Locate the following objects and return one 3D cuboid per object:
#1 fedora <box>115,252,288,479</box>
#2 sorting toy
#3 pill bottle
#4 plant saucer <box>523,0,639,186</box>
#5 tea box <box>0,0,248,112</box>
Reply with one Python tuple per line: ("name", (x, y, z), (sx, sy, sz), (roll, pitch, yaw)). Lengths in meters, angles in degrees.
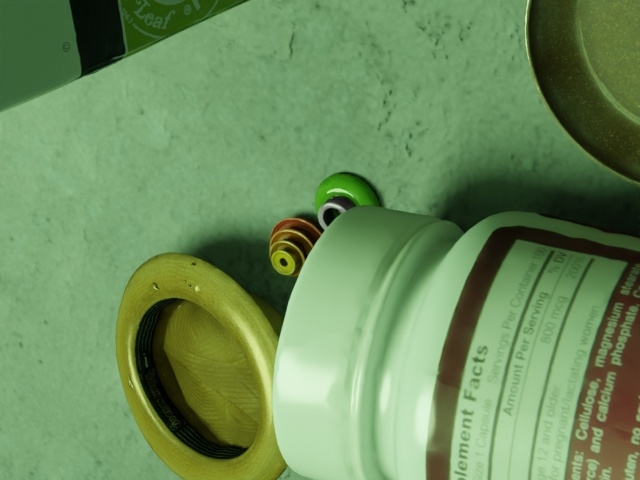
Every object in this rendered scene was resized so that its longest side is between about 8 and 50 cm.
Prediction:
("fedora", (-0.069, 0.094, 1.391), (0.194, 0.079, 0.194), (15, 113, 40))
("sorting toy", (0.000, 0.000, 1.332), (0.061, 0.042, 0.102), (48, 128, 0))
("pill bottle", (0.183, 0.107, 1.169), (0.392, 0.224, 0.224), (13, 121, 24))
("plant saucer", (0.223, -0.123, 1.140), (0.198, 0.036, 0.198), (14, 121, 24))
("tea box", (-0.180, -0.286, 1.086), (0.220, 0.323, 0.329), (14, 123, 39))
